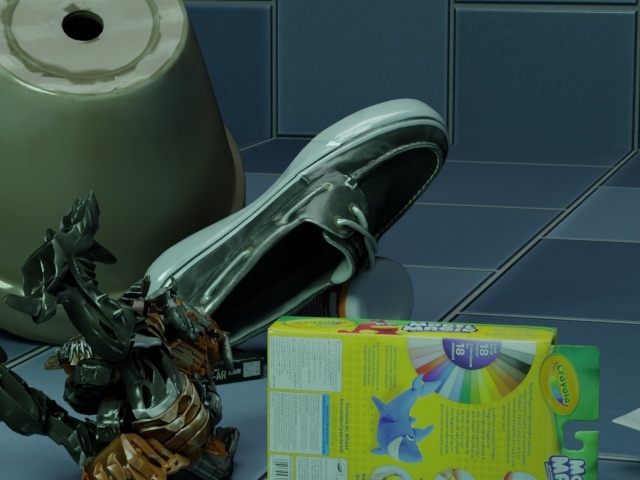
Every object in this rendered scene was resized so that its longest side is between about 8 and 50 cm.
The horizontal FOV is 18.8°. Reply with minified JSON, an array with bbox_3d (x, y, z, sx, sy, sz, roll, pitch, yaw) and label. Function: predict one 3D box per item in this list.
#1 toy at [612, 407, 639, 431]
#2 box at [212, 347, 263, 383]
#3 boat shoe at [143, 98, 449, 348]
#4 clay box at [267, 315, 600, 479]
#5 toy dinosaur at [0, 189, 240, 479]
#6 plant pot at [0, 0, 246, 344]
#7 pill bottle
[{"bbox_3d":[0.341,0.133,1.450,0.137,0.056,0.237,13,20,40],"label":"toy"},{"bbox_3d":[-0.101,0.110,1.693,0.083,0.018,0.067,-6,11,-31],"label":"box"},{"bbox_3d":[0.000,0.000,1.756,0.335,0.121,0.119,-37,42,-14],"label":"boat shoe"},{"bbox_3d":[0.076,0.120,1.298,0.222,0.127,0.053,2,10,10],"label":"clay box"},{"bbox_3d":[-0.138,0.099,1.328,0.164,0.218,0.322,-44,12,1],"label":"toy dinosaur"},{"bbox_3d":[-0.220,-0.108,1.803,0.323,0.280,0.323,4,52,-5],"label":"plant pot"},{"bbox_3d":[0.009,0.050,1.853,0.086,0.086,0.152,-9,13,-44],"label":"pill bottle"}]
